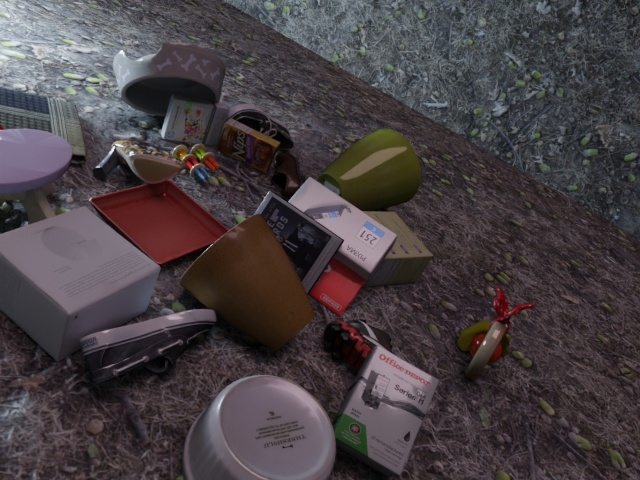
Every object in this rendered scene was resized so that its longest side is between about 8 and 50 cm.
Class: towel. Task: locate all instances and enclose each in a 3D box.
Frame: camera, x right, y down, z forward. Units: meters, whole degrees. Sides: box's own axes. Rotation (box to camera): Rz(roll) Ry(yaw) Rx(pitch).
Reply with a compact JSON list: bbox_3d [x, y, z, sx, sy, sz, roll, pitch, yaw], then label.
[{"bbox_3d":[-0.808,-0.313,1.489,0.312,0.056,0.324,7,35,-34],"label":"towel"}]

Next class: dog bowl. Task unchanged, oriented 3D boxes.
[{"bbox_3d":[-0.474,-0.497,1.754,0.348,0.348,0.102,2,79,-35],"label":"dog bowl"}]

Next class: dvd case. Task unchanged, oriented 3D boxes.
[{"bbox_3d":[-0.084,0.007,1.447,0.238,0.179,0.029,34,5,10],"label":"dvd case"}]

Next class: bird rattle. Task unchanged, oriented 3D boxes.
[{"bbox_3d":[0.452,0.260,1.436,0.143,0.253,0.207,33,56,9],"label":"bird rattle"}]

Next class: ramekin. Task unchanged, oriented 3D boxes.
[{"bbox_3d":[-0.096,0.360,0.971,0.272,0.127,0.273,19,32,-13],"label":"ramekin"}]

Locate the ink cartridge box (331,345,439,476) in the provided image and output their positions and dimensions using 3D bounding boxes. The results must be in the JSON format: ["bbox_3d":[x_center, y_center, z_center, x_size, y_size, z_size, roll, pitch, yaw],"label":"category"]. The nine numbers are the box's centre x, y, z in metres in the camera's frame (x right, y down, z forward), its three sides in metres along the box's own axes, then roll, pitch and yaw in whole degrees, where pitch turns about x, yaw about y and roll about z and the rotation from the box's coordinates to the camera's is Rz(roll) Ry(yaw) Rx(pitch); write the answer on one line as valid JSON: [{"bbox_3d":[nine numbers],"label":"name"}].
[{"bbox_3d":[0.126,0.341,1.116,0.153,0.087,0.208,29,63,4],"label":"ink cartridge box"}]

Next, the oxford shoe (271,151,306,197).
[{"bbox_3d":[-0.119,-0.228,1.840,0.096,0.083,0.227,4,38,-26],"label":"oxford shoe"}]

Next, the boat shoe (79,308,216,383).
[{"bbox_3d":[-0.312,0.203,1.070,0.301,0.108,0.102,-6,76,-59],"label":"boat shoe"}]

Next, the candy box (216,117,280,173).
[{"bbox_3d":[-0.241,-0.315,1.845,0.186,0.109,0.053,26,32,-2],"label":"candy box"}]

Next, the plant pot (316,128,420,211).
[{"bbox_3d":[0.138,-0.207,1.864,0.293,0.275,0.275,-26,59,-35],"label":"plant pot"}]

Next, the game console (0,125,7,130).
[{"bbox_3d":[-0.800,-0.223,1.313,0.144,0.124,0.085,37,-9,-15],"label":"game console"}]

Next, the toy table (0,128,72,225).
[{"bbox_3d":[-0.672,-0.124,1.202,0.252,0.161,0.274,35,32,12],"label":"toy table"}]

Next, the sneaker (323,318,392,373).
[{"bbox_3d":[0.134,0.281,1.281,0.135,0.098,0.276,-13,48,-43],"label":"sneaker"}]

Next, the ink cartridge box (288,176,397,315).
[{"bbox_3d":[0.012,0.011,1.475,0.296,0.066,0.261,34,69,11],"label":"ink cartridge box"}]

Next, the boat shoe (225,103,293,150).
[{"bbox_3d":[-0.208,-0.383,1.949,0.306,0.113,0.105,18,35,-57],"label":"boat shoe"}]

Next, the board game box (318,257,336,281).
[{"bbox_3d":[0.000,0.000,1.533,0.136,0.035,0.201,31,70,9],"label":"board game box"}]

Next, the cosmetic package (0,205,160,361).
[{"bbox_3d":[-0.482,0.076,1.078,0.224,0.138,0.224,35,32,14],"label":"cosmetic package"}]

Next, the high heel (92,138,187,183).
[{"bbox_3d":[-0.466,-0.236,1.509,0.261,0.093,0.186,0,36,11],"label":"high heel"}]

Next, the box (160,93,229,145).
[{"bbox_3d":[-0.405,-0.386,1.790,0.186,0.145,0.038,4,38,-34],"label":"box"}]

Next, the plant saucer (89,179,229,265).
[{"bbox_3d":[-0.400,-0.042,1.395,0.259,0.048,0.258,39,33,17],"label":"plant saucer"}]

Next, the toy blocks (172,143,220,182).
[{"bbox_3d":[-0.362,-0.232,1.688,0.148,0.054,0.123,44,36,25],"label":"toy blocks"}]

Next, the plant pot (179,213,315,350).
[{"bbox_3d":[-0.140,0.114,1.234,0.254,0.237,0.237,49,35,4],"label":"plant pot"}]

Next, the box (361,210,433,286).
[{"bbox_3d":[0.173,0.021,1.666,0.243,0.117,0.213,-1,42,-39],"label":"box"}]
